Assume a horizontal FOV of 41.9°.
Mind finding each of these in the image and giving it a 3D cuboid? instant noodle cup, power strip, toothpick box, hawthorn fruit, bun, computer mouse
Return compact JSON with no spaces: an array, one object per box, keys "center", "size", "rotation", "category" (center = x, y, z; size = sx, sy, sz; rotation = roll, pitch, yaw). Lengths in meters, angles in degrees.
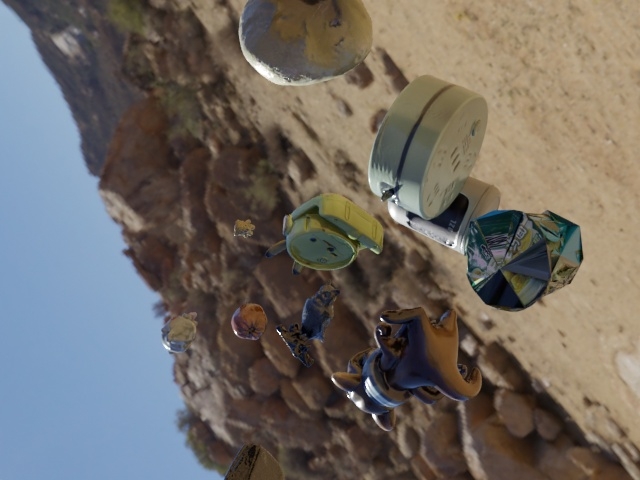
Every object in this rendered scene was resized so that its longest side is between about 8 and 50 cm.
[{"center":[0.469,0.037,1.902],"size":[0.178,0.240,0.240],"rotation":[-8,-129,-44],"category":"instant noodle cup"},{"center":[0.268,-0.222,2.084],"size":[0.161,0.358,0.357],"rotation":[28,171,24],"category":"power strip"},{"center":[0.337,-0.115,2.389],"size":[0.316,0.229,0.229],"rotation":[27,171,22],"category":"toothpick box"},{"center":[-0.134,0.137,1.519],"size":[0.067,0.066,0.103],"rotation":[51,-178,-33],"category":"hawthorn fruit"},{"center":[-0.033,-0.423,1.600],"size":[0.273,0.272,0.168],"rotation":[53,161,27],"category":"bun"},{"center":[-0.182,0.633,2.008],"size":[0.170,0.100,0.269],"rotation":[63,-148,-34],"category":"computer mouse"}]

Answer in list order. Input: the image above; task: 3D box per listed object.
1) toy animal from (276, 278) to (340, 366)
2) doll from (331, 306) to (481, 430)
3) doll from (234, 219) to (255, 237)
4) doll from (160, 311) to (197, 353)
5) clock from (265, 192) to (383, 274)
[{"center":[0.000,0.205,2.106],"size":[0.117,0.210,0.121],"rotation":[26,-161,-41],"category":"toy animal"},{"center":[0.197,0.276,1.884],"size":[0.317,0.339,0.209],"rotation":[33,-133,-17],"category":"doll"},{"center":[-0.248,-0.040,2.724],"size":[0.051,0.062,0.093],"rotation":[12,180,8],"category":"doll"},{"center":[-0.332,0.219,1.971],"size":[0.075,0.102,0.227],"rotation":[19,178,2],"category":"doll"},{"center":[0.000,0.000,1.684],"size":[0.170,0.232,0.069],"rotation":[32,-132,-33],"category":"clock"}]
